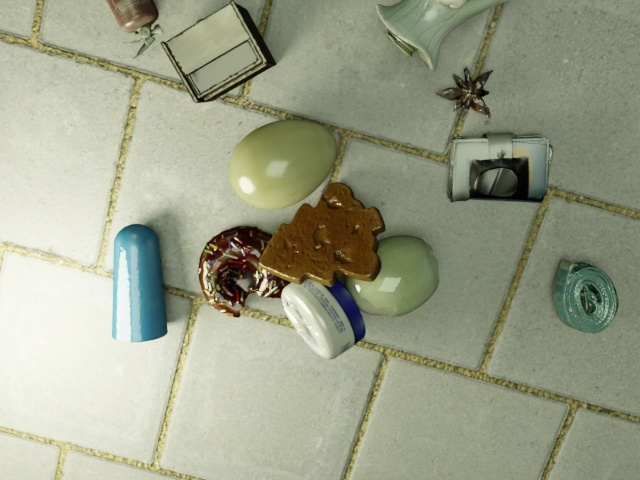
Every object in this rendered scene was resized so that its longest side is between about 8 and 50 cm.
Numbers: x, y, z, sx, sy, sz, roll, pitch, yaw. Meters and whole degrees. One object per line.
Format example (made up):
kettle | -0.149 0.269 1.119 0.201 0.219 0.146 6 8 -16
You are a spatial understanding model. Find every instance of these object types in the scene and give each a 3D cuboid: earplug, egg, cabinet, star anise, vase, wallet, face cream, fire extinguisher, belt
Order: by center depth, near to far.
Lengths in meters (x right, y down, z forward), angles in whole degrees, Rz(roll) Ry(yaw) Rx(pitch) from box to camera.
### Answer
vase | 0.317 -0.563 1.413 0.250 0.250 0.445 44 107 -8
cabinet | -0.212 -0.402 1.474 0.175 0.215 0.148 -28 101 8
fire extinguisher | -0.431 -0.541 1.507 0.105 0.105 0.269 -24 101 7
egg | -0.082 -0.173 1.542 0.254 0.188 0.188 -24 102 -1
star anise | 0.323 -0.331 1.556 0.129 0.056 0.124 2 92 -2
wallet | 0.410 -0.165 1.591 0.231 0.069 0.170 2 109 3
egg | 0.157 0.087 1.595 0.217 0.183 0.183 -15 103 -11
face cream | 0.001 0.172 1.604 0.111 0.206 0.206 -31 102 -19
belt | 0.631 0.136 1.649 0.148 0.082 0.163 9 97 -12
earplug | -0.438 0.095 1.655 0.132 0.132 0.273 1 100 2

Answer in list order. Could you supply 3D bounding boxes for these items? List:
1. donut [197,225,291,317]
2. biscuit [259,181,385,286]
donut | -0.185 0.076 1.653 0.230 0.096 0.216 -8 104 4
biscuit | 0.000 0.001 1.574 0.301 0.043 0.278 -18 58 7
